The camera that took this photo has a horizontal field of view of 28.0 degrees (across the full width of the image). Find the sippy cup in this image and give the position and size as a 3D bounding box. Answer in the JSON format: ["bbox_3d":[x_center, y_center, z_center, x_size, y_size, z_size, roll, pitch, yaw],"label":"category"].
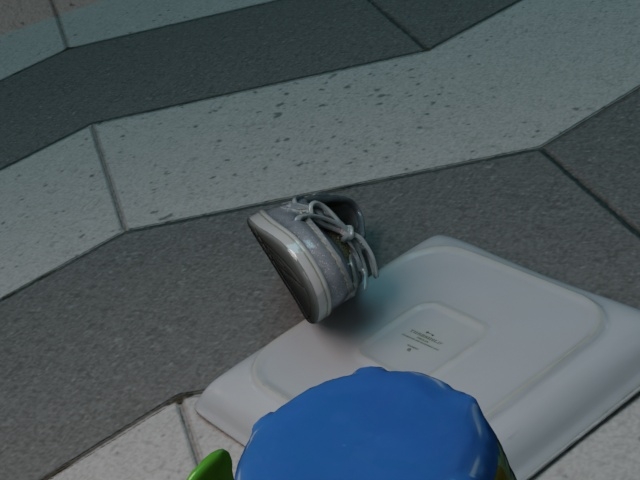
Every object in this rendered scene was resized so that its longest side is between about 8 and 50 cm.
[{"bbox_3d":[0.049,0.214,0.839,0.306,0.224,0.240,-12,34,8],"label":"sippy cup"}]

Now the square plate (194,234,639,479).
[{"bbox_3d":[0.100,0.111,1.185,0.344,0.049,0.347,-31,32,-25],"label":"square plate"}]

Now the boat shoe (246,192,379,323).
[{"bbox_3d":[0.001,0.002,1.267,0.103,0.118,0.320,-32,2,2],"label":"boat shoe"}]
